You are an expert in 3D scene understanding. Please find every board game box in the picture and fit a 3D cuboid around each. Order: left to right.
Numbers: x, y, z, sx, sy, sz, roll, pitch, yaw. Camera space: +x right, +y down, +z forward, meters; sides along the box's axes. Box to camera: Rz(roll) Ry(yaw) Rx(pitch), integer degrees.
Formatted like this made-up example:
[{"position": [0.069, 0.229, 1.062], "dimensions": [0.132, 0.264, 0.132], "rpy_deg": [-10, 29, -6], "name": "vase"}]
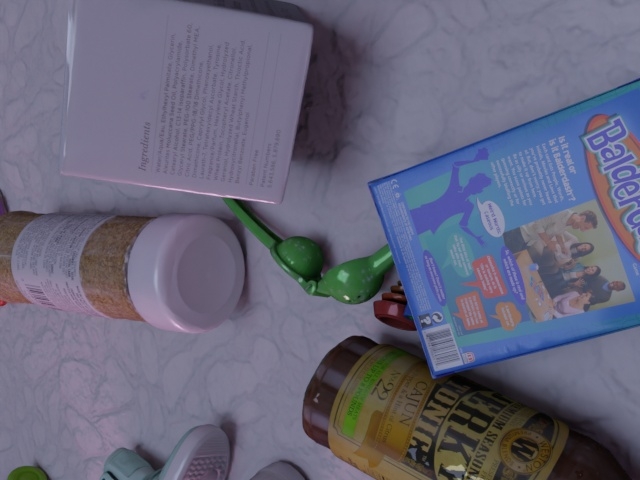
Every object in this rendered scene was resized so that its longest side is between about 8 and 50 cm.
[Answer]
[{"position": [0.157, -0.003, 0.565], "dimensions": [0.210, 0.047, 0.160], "rpy_deg": [-19, 87, 26], "name": "board game box"}]

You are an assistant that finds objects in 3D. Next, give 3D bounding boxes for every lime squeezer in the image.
[{"position": [0.000, 0.000, 0.717], "dimensions": [0.310, 0.059, 0.109], "rpy_deg": [6, 104, 39], "name": "lime squeezer"}]

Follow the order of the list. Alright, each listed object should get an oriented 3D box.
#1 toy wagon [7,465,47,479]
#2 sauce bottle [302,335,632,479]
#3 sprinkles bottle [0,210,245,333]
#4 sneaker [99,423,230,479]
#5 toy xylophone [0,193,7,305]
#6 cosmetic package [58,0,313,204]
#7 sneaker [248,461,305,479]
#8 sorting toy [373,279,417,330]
[{"position": [-0.401, 0.509, 1.145], "dimensions": [0.344, 0.068, 0.267], "rpy_deg": [36, 120, 28], "name": "toy wagon"}, {"position": [0.145, 0.179, 0.605], "dimensions": [0.344, 0.111, 0.111], "rpy_deg": [19, 111, 33], "name": "sauce bottle"}, {"position": [-0.250, 0.027, 0.883], "dimensions": [0.355, 0.121, 0.121], "rpy_deg": [3, 101, 39], "name": "sprinkles bottle"}, {"position": [-0.203, 0.280, 0.919], "dimensions": [0.151, 0.094, 0.255], "rpy_deg": [41, 121, 29], "name": "sneaker"}, {"position": [-0.575, -0.005, 1.166], "dimensions": [0.323, 0.081, 0.236], "rpy_deg": [-9, 94, 40], "name": "toy xylophone"}, {"position": [-0.114, -0.134, 0.667], "dimensions": [0.151, 0.184, 0.151], "rpy_deg": [-110, 29, -66], "name": "cosmetic package"}, {"position": [-0.101, 0.373, 0.838], "dimensions": [0.106, 0.123, 0.290], "rpy_deg": [27, 117, 30], "name": "sneaker"}, {"position": [0.092, 0.055, 0.664], "dimensions": [0.102, 0.061, 0.042], "rpy_deg": [10, 70, 30], "name": "sorting toy"}]
